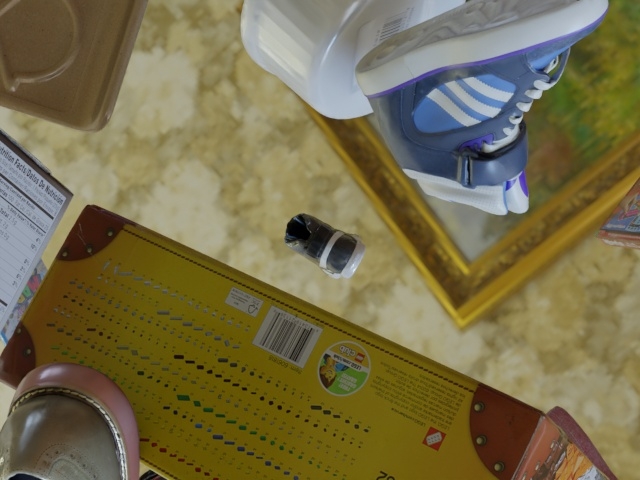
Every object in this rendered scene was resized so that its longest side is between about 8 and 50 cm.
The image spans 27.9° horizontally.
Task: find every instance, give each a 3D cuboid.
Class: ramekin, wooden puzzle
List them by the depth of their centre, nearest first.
[{"bbox_3d":[-0.349,-0.312,1.408,0.347,0.322,0.080,17,177,-1],"label":"wooden puzzle"},{"bbox_3d":[0.050,-0.284,1.607,0.135,0.277,0.277,48,-166,26],"label":"ramekin"}]

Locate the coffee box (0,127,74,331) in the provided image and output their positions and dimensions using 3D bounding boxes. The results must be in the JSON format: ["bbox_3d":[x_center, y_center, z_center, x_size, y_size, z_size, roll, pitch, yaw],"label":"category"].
[{"bbox_3d":[-0.302,0.038,0.915,0.141,0.247,0.098,10,157,34],"label":"coffee box"}]

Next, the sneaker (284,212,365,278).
[{"bbox_3d":[0.000,0.000,2.026,0.121,0.079,0.217,30,176,-5],"label":"sneaker"}]

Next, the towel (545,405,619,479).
[{"bbox_3d":[0.268,0.377,1.636,0.329,0.037,0.237,-28,-109,-31],"label":"towel"}]

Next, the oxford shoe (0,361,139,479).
[{"bbox_3d":[-0.209,0.305,1.076,0.146,0.140,0.397,-74,-23,-63],"label":"oxford shoe"}]

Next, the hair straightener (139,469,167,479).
[{"bbox_3d":[-0.282,0.378,2.021,0.089,0.230,0.047,-1,120,62],"label":"hair straightener"}]

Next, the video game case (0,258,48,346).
[{"bbox_3d":[-0.474,0.085,2.030,0.119,0.015,0.166,-31,-83,-35],"label":"video game case"}]

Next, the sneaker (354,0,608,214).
[{"bbox_3d":[0.211,-0.144,1.420,0.236,0.322,0.130,56,-137,-22],"label":"sneaker"}]

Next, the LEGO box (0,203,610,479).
[{"bbox_3d":[0.000,0.191,1.233,0.500,0.193,0.372,23,170,30],"label":"LEGO box"}]

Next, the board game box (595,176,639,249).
[{"bbox_3d":[0.470,-0.050,1.758,0.027,0.145,0.281,39,178,-6],"label":"board game box"}]
